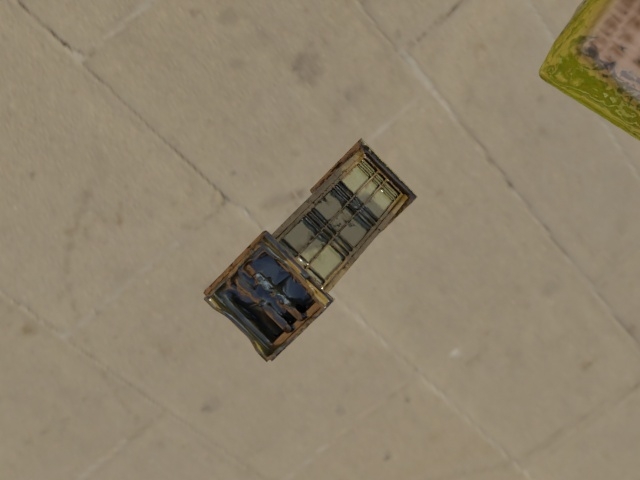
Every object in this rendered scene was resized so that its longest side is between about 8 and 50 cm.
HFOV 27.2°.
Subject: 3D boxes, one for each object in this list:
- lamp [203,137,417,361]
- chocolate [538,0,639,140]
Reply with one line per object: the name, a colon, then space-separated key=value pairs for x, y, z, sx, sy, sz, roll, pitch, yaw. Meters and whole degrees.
lamp: x=0.000 y=0.000 z=1.262 sx=0.089 sy=0.325 sz=0.090 roll=45 pitch=117 yaw=-2
chocolate: x=0.355 y=-0.208 z=0.986 sx=0.289 sy=0.137 sz=0.301 roll=-16 pitch=148 yaw=-44
